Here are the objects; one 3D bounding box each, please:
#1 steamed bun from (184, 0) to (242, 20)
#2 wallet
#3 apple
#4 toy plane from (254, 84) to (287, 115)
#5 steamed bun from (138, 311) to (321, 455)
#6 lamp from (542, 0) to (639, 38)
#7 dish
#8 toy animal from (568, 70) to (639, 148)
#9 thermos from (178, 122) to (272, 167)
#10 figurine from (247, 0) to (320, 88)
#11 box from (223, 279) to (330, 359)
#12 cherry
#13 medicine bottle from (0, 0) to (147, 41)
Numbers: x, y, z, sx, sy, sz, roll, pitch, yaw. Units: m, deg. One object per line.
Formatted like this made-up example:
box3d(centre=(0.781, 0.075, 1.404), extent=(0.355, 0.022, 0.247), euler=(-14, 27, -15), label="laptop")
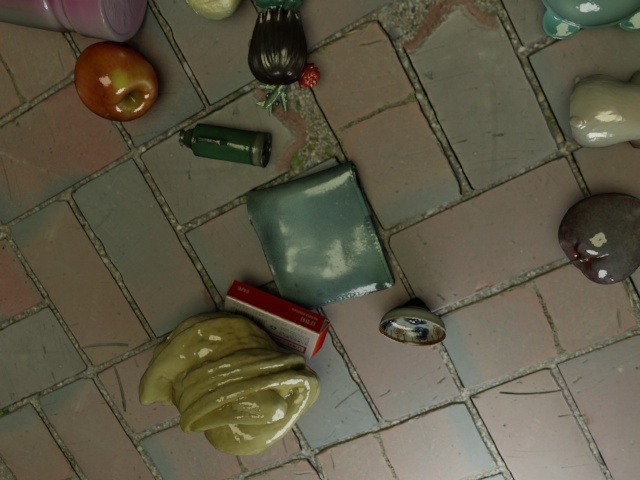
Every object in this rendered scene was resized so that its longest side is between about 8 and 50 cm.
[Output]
box3d(centre=(-0.202, -0.480, 1.295), extent=(0.129, 0.091, 0.113), euler=(14, 104, 10), label="steamed bun")
box3d(centre=(0.000, 0.000, 1.419), extent=(0.251, 0.054, 0.291), euler=(-17, 104, 18), label="wallet")
box3d(centre=(-0.411, -0.320, 1.355), extent=(0.139, 0.163, 0.163), euler=(46, 112, 25), label="apple")
box3d(centre=(-0.090, -0.293, 1.361), extent=(0.080, 0.033, 0.083), euler=(42, 103, -2), label="toy plane")
box3d(centre=(-0.200, 0.322, 1.444), extent=(0.372, 0.230, 0.325), euler=(24, 134, 0), label="steamed bun")
box3d(centre=(0.466, -0.488, 1.125), extent=(0.209, 0.147, 0.284), euler=(-2, 105, 15), label="lamp")
box3d(centre=(0.195, 0.158, 1.418), extent=(0.141, 0.078, 0.141), euler=(8, 150, 5), label="dish")
box3d(centre=(0.579, -0.228, 1.179), extent=(0.282, 0.138, 0.141), euler=(-3, 102, 16), label="toy animal")
box3d(centre=(-0.200, -0.195, 1.387), extent=(0.187, 0.083, 0.073), euler=(10, 131, 10), label="thermos")
box3d(centre=(-0.071, -0.414, 1.283), extent=(0.137, 0.110, 0.246), euler=(1, 99, 8), label="figurine")
box3d(centre=(-0.099, 0.174, 1.466), extent=(0.229, 0.050, 0.123), euler=(22, 144, 5), label="box")
box3d(centre=(0.531, -0.012, 1.262), extent=(0.176, 0.140, 0.176), euler=(-1, 95, -10), label="cherry")
box3d(centre=(-0.519, -0.508, 1.291), extent=(0.325, 0.212, 0.212), euler=(13, 109, 8), label="medicine bottle")
